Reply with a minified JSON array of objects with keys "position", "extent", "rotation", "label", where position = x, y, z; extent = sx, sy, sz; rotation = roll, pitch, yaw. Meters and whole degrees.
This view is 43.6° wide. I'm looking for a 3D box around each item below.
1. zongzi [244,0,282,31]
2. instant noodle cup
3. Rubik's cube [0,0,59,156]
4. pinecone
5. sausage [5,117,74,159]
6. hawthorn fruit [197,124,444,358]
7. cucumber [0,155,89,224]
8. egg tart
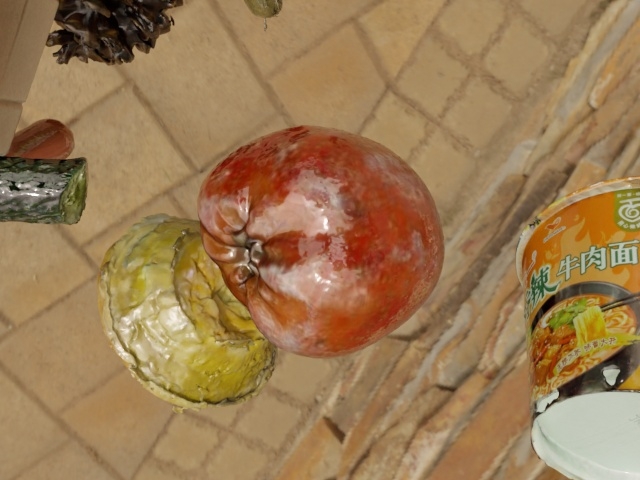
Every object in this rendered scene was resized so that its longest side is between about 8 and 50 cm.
[{"position":[-0.086,-0.500,1.439],"extent":[0.178,0.081,0.189],"rotation":[-55,133,-19],"label":"zongzi"},{"position":[0.266,0.090,0.646],"extent":[0.230,0.182,0.230],"rotation":[11,142,9],"label":"instant noodle cup"},{"position":[-0.519,-0.292,0.927],"extent":[0.321,0.316,0.319],"rotation":[22,97,1],"label":"Rubik's cube"},{"position":[-0.356,-0.411,1.358],"extent":[0.243,0.243,0.258],"rotation":[10,74,-21],"label":"pinecone"},{"position":[-0.441,-0.121,1.180],"extent":[0.194,0.077,0.077],"rotation":[-47,128,-43],"label":"sausage"},{"position":[0.000,0.000,0.927],"extent":[0.284,0.284,0.285],"rotation":[-6,114,-15],"label":"hawthorn fruit"},{"position":[-0.296,-0.049,0.639],"extent":[0.214,0.052,0.058],"rotation":[6,80,-5],"label":"cucumber"},{"position":[-0.158,0.084,1.130],"extent":[0.315,0.315,0.120],"rotation":[34,135,-26],"label":"egg tart"}]
